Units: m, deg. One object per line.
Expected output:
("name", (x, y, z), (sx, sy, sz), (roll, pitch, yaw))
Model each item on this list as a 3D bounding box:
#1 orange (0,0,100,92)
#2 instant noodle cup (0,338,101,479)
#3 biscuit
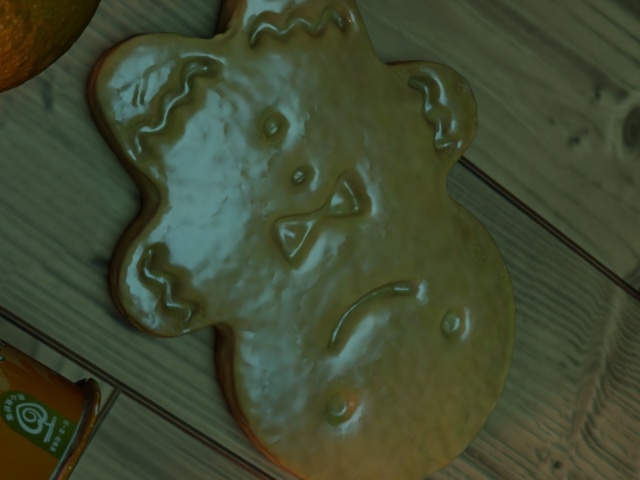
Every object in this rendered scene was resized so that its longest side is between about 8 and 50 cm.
("orange", (-0.209, -0.171, 0.946), (0.206, 0.206, 0.206), (-3, 96, -26))
("instant noodle cup", (-0.256, 0.113, 0.946), (0.182, 0.230, 0.230), (39, 78, -14))
("biscuit", (0.001, 0.000, 1.144), (0.275, 0.052, 0.355), (-30, 106, -20))
